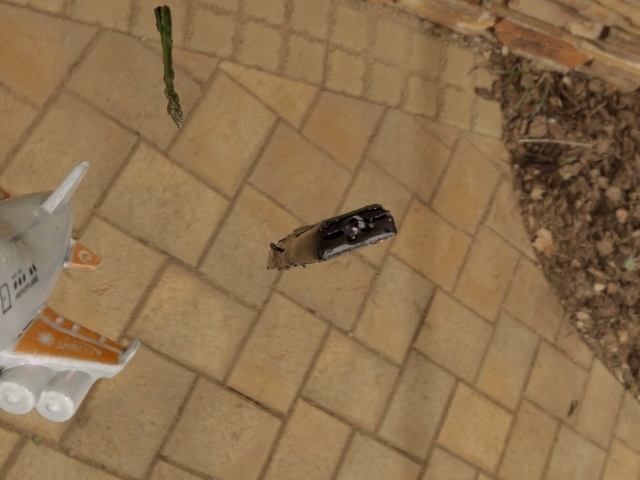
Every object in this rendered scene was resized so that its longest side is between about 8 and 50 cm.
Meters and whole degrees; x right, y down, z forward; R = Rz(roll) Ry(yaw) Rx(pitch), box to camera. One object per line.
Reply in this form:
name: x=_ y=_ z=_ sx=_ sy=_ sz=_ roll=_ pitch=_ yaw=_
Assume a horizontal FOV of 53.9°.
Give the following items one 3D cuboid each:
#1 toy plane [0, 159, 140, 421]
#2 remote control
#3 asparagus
toy plane: x=-0.244 y=0.024 z=0.455 sx=0.245 sy=0.117 sz=0.244 roll=36 pitch=27 yaw=-21
remote control: x=0.000 y=0.000 z=1.019 sx=0.145 sy=0.399 sz=0.062 roll=-19 pitch=90 yaw=-17
asparagus: x=-0.206 y=-0.242 z=0.854 sx=0.023 sy=0.022 sz=0.232 roll=14 pitch=50 yaw=-39
